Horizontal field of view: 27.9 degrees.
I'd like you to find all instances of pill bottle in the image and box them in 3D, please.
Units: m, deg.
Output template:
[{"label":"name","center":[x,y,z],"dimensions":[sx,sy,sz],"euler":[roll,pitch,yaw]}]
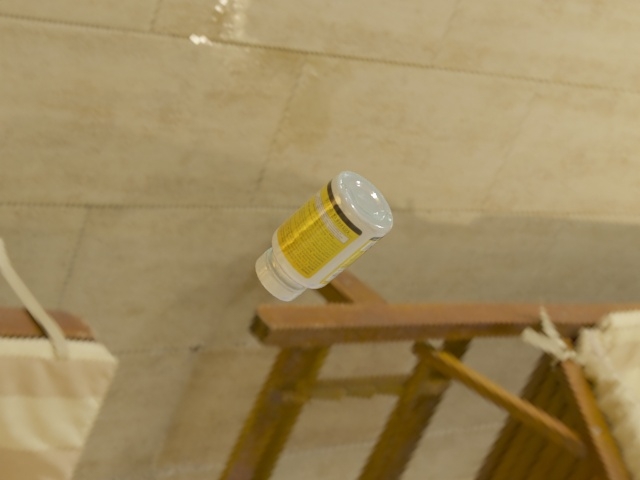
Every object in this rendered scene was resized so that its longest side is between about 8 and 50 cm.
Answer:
[{"label":"pill bottle","center":[0.000,0.000,1.084],"dimensions":[0.116,0.065,0.065],"euler":[-41,145,27]}]
